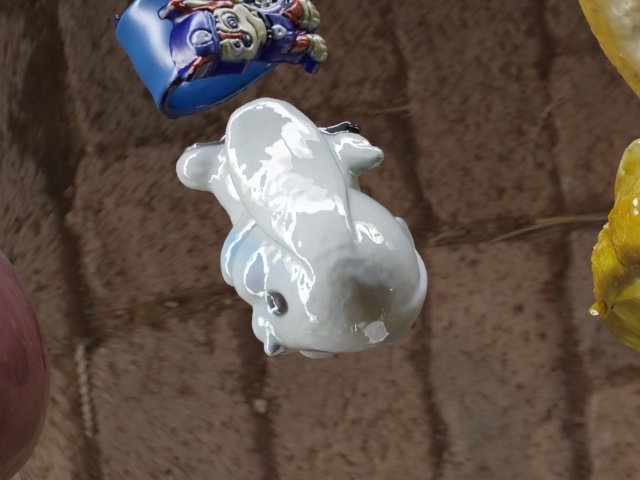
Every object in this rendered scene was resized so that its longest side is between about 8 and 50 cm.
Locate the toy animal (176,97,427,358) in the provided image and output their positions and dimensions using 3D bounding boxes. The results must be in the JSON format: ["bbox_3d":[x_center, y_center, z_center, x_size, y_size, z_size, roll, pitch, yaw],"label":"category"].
[{"bbox_3d":[0.005,-0.001,1.659,0.174,0.249,0.289,-41,56,13],"label":"toy animal"}]

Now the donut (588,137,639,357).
[{"bbox_3d":[0.354,0.039,1.347,0.330,0.330,0.160,38,65,-8],"label":"donut"}]

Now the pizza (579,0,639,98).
[{"bbox_3d":[0.167,-0.115,0.643,0.182,0.062,0.161,38,114,-21],"label":"pizza"}]

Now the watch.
[{"bbox_3d":[-0.113,-0.209,1.784,0.196,0.200,0.171,-11,70,-35],"label":"watch"}]

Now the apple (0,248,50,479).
[{"bbox_3d":[-0.286,0.097,0.908,0.235,0.306,0.305,38,81,-5],"label":"apple"}]
